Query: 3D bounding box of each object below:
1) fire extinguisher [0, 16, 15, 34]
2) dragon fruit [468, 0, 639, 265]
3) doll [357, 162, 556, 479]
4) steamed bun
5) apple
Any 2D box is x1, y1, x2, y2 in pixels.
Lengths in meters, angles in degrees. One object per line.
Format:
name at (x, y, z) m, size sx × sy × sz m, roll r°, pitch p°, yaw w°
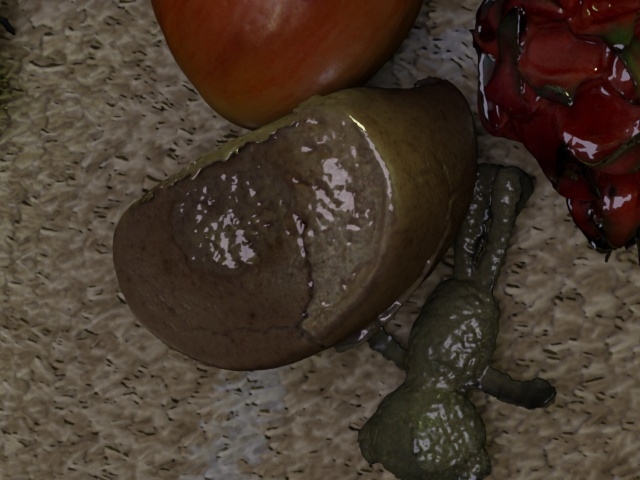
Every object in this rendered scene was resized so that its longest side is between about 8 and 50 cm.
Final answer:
fire extinguisher at (-0.402, -0.089, 1.700) m, size 0.113 × 0.200 × 0.376 m, roll 28°, pitch 100°, yaw 13°
dragon fruit at (0.238, -0.119, 1.534) m, size 0.234 × 0.234 × 0.293 m, roll 9°, pitch 108°, yaw 14°
doll at (0.116, 0.081, 1.635) m, size 0.202 × 0.091 × 0.286 m, roll -13°, pitch 79°, yaw 23°
steamed bun at (0.000, 0.000, 1.565) m, size 0.301 × 0.251 × 0.199 m, roll -29°, pitch 81°, yaw 29°
apple at (-0.038, -0.225, 1.582) m, size 0.242 × 0.242 × 0.241 m, roll 42°, pitch 101°, yaw 10°
